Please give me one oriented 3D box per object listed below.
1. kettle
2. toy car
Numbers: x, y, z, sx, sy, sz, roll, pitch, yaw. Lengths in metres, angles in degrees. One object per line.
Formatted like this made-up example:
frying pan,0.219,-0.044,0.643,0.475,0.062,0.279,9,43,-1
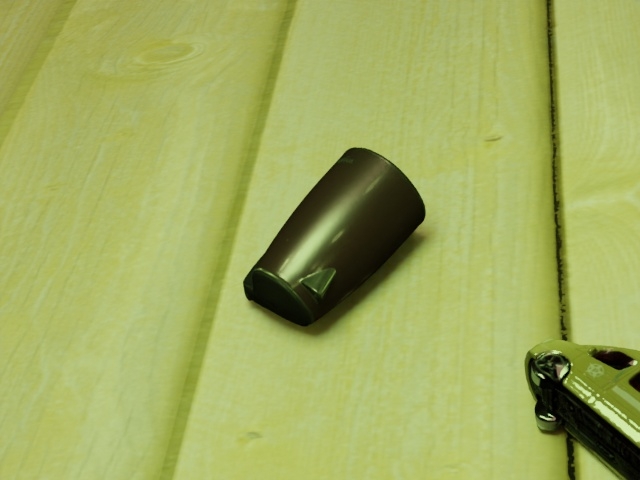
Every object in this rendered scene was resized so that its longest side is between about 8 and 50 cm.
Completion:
kettle,0.000,0.000,1.337,0.232,0.144,0.202,-46,29,-21
toy car,0.333,0.188,1.040,0.124,0.101,0.257,-31,45,-17
